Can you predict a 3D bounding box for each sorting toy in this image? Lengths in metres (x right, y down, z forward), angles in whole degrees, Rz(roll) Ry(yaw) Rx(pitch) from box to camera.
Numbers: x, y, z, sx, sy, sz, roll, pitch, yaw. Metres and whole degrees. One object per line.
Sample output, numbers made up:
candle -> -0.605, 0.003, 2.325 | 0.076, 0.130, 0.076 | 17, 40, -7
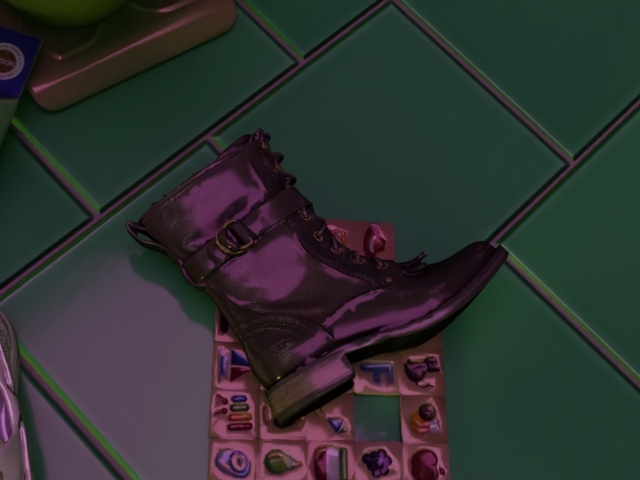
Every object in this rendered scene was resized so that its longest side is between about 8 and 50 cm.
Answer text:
sorting toy -> -0.263, -0.230, 0.871 | 0.307, 0.041, 0.229 | -30, 79, -19

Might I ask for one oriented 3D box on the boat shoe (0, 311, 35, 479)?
boat shoe -> -0.257, 0.167, 0.670 | 0.098, 0.096, 0.277 | -9, 70, -13

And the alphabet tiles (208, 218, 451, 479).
alphabet tiles -> 0.008, 0.091, 0.793 | 0.198, 0.009, 0.237 | 3, 67, -7

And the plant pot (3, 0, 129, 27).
plant pot -> -0.208, -0.302, 0.726 | 0.274, 0.293, 0.275 | 3, 71, -10

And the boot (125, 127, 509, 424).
boot -> 0.000, 0.000, 0.775 | 0.263, 0.091, 0.229 | -29, 75, -17

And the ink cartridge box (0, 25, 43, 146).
ink cartridge box -> -0.370, -0.038, 0.735 | 0.175, 0.069, 0.371 | 17, 71, -4
